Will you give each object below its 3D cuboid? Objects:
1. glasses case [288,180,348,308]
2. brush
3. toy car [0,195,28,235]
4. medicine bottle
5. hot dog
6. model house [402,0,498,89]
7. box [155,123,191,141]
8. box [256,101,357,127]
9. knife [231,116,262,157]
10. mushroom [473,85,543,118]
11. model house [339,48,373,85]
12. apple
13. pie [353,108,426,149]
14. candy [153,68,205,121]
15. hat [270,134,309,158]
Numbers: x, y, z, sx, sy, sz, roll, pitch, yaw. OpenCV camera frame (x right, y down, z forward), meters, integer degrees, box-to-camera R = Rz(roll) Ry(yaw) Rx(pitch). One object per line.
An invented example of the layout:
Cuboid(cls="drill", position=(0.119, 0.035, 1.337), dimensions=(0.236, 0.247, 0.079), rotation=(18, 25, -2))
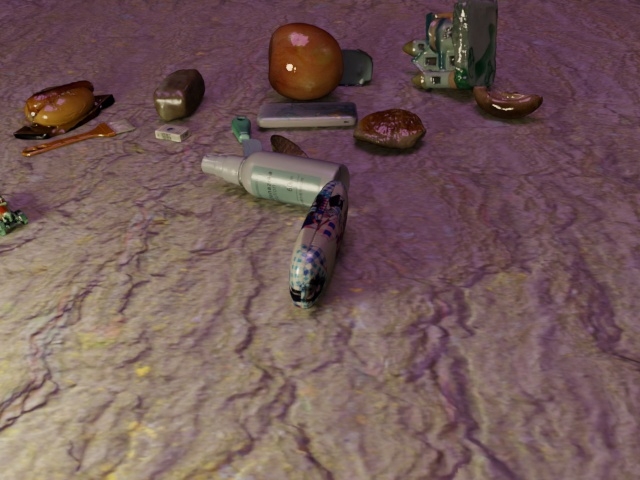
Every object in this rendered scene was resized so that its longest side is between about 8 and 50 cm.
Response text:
Cuboid(cls="glasses case", position=(0.000, 0.000, 1.240), dimensions=(0.076, 0.125, 0.327), rotation=(12, 35, 6))
Cuboid(cls="brush", position=(-0.681, -0.289, 1.831), dimensions=(0.315, 0.017, 0.090), rotation=(-24, 39, -28))
Cuboid(cls="toy car", position=(-0.715, -0.062, 1.448), dimensions=(0.143, 0.054, 0.073), rotation=(25, 43, 37))
Cuboid(cls="medicine bottle", position=(-0.112, -0.148, 1.487), dimensions=(0.352, 0.110, 0.110), rotation=(12, 36, 22))
Cuboid(cls="hot dog", position=(-0.776, -0.416, 1.947), dimensions=(0.194, 0.107, 0.326), rotation=(4, 33, 10))
Cuboid(cls="model house", position=(0.367, -0.608, 2.048), dimensions=(0.325, 0.266, 0.194), rotation=(12, 21, 42))
Cuboid(cls="box", position=(-0.413, -0.301, 1.822), dimensions=(0.083, 0.024, 0.054), rotation=(13, 38, 21))
Cuboid(cls="box", position=(-0.037, -0.362, 1.877), dimensions=(0.285, 0.044, 0.142), rotation=(-1, 29, 1))
Cuboid(cls="knife", position=(-0.192, -0.262, 1.749), dimensions=(0.063, 0.034, 0.260), rotation=(-5, 39, -16))
Cuboid(cls="mushroom", position=(0.518, -0.389, 1.849), dimensions=(0.210, 0.072, 0.094), rotation=(17, 36, 33))
Cuboid(cls="model house", position=(0.099, -0.584, 2.152), dimensions=(0.149, 0.119, 0.148), rotation=(0, 25, 4))
Cuboid(cls="apple", position=(-0.046, -0.542, 1.991), dimensions=(0.254, 0.253, 0.253), rotation=(-2, 33, 1))
Cuboid(cls="pie", position=(0.182, -0.291, 1.721), dimensions=(0.194, 0.078, 0.163), rotation=(-1, 37, 4))
Cuboid(cls="candy", position=(-0.427, -0.443, 1.971), dimensions=(0.104, 0.102, 0.234), rotation=(1, 36, 5))
Cuboid(cls="hat", position=(-0.084, -0.187, 1.598), dimensions=(0.146, 0.067, 0.146), rotation=(36, 24, -19))
